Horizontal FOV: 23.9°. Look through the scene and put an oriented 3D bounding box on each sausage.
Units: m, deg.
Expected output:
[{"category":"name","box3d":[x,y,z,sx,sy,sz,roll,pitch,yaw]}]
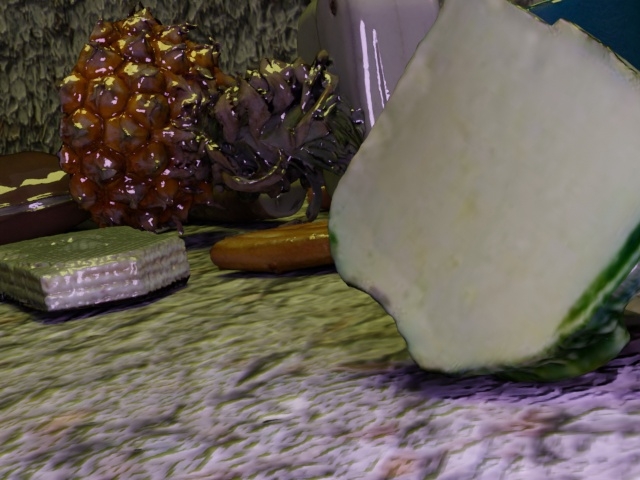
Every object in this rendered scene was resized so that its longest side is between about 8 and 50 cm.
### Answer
[{"category":"sausage","box3d":[0.026,-0.053,1.730,0.083,0.034,0.034,-4,8,13]}]

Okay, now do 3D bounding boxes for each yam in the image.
[{"category":"yam","box3d":[-0.116,-0.052,1.747,0.066,0.066,0.300,-13,8,-34]}]

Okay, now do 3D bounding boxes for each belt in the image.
[{"category":"belt","box3d":[0.282,-0.194,1.859,0.300,0.173,0.436,-14,-6,5]}]

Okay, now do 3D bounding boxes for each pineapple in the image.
[{"category":"pineapple","box3d":[-0.088,-0.115,1.526,0.272,0.262,0.262,4,13,32]}]

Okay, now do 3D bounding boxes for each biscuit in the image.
[{"category":"biscuit","box3d":[-0.203,0.021,1.321,0.150,0.052,0.252,-10,8,-22]}]

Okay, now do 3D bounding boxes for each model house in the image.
[{"category":"model house","box3d":[0.151,-0.009,0.846,0.189,0.195,0.214,13,19,-42]}]

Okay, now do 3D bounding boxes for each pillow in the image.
[{"category":"pillow","box3d":[-0.415,-0.031,1.693,0.308,0.108,0.305,-16,9,-30]}]

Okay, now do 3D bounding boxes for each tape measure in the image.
[{"category":"tape measure","box3d":[0.057,-0.147,1.612,0.130,0.258,0.265,-11,-1,-17]}]

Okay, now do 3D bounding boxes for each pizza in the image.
[{"category":"pizza","box3d":[0.000,0.000,1.344,0.185,0.036,0.176,-8,5,14]}]

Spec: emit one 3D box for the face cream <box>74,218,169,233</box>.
[{"category":"face cream","box3d":[-0.274,-0.056,1.837,0.092,0.092,0.311,-12,8,-33]}]
